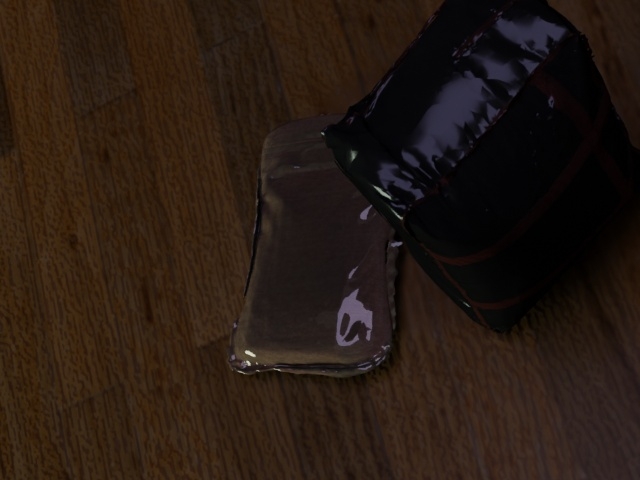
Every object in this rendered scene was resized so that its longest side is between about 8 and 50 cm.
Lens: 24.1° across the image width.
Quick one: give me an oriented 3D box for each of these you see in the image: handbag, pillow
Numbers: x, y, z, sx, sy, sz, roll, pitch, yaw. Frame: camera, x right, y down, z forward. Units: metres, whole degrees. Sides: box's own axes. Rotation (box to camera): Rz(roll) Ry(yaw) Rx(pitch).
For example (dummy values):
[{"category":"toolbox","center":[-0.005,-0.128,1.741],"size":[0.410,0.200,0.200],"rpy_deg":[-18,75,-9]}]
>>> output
[{"category":"handbag","center":[0.113,-0.057,0.962],"size":[0.169,0.215,0.155],"rpy_deg":[-43,57,1]},{"category":"pillow","center":[0.003,-0.001,1.103],"size":[0.135,0.034,0.211],"rpy_deg":[-3,67,31]}]
